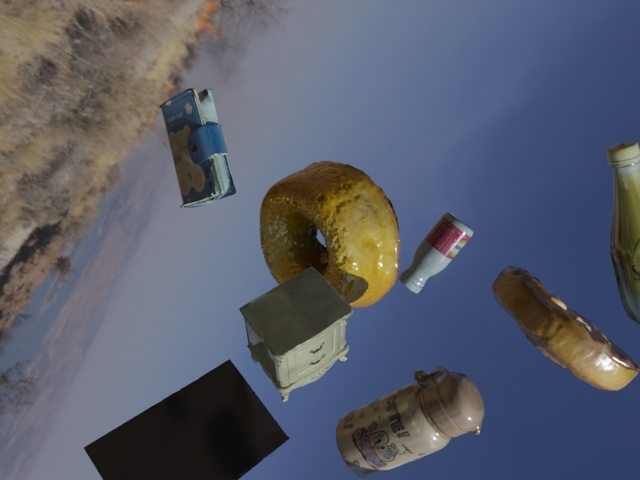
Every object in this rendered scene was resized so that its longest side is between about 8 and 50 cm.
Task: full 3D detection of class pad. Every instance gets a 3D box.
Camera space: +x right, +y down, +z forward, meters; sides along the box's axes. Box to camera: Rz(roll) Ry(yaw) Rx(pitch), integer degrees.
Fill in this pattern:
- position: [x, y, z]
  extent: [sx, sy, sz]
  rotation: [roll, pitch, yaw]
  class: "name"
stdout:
- position: [-0.280, 0.444, 1.147]
  extent: [0.367, 0.247, 0.007]
  rotation: [-28, 154, -36]
  class: "pad"

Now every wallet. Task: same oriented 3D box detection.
- position: [-0.225, -0.165, 0.958]
  extent: [0.141, 0.059, 0.202]
  rotation: [-9, -86, 47]
  class: "wallet"

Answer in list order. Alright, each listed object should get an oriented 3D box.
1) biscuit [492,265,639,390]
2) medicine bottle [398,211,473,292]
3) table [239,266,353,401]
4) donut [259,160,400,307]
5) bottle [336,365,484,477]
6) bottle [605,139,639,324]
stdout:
- position: [0.451, 0.166, 0.995]
  extent: [0.102, 0.296, 0.296]
  rotation: [-53, -162, 14]
  class: "biscuit"
- position: [0.294, 0.035, 1.353]
  extent: [0.217, 0.090, 0.090]
  rotation: [-53, -162, 14]
  class: "medicine bottle"
- position: [-0.020, 0.085, 0.463]
  extent: [0.079, 0.062, 0.083]
  rotation: [-28, 144, -24]
  class: "table"
- position: [-0.002, 0.000, 0.898]
  extent: [0.108, 0.277, 0.277]
  rotation: [-19, 162, -40]
  class: "donut"
- position: [0.124, 0.249, 0.737]
  extent: [0.209, 0.110, 0.097]
  rotation: [-36, 178, 27]
  class: "bottle"
- position: [0.440, -0.006, 0.721]
  extent: [0.083, 0.270, 0.083]
  rotation: [-21, -163, 7]
  class: "bottle"
